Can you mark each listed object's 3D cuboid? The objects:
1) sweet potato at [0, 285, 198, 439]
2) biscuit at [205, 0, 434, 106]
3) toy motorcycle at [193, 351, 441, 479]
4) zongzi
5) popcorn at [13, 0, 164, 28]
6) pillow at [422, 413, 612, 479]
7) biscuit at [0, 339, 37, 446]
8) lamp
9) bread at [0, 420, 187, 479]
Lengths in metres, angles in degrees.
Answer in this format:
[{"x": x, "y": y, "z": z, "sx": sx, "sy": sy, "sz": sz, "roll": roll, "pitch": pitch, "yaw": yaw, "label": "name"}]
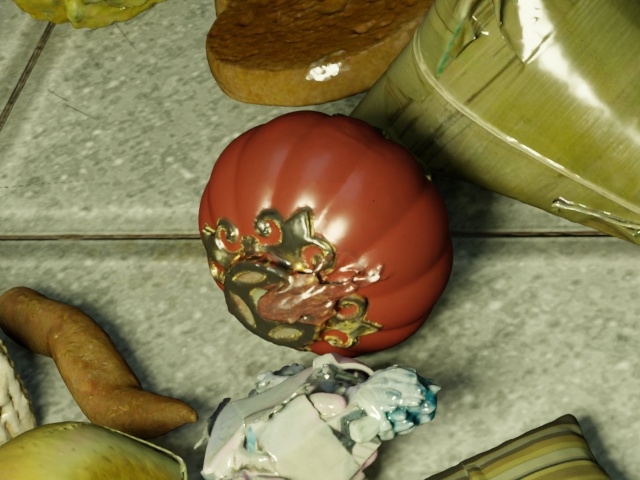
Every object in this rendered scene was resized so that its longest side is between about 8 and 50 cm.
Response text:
[{"x": -0.197, "y": 0.118, "z": 1.464, "sx": 0.067, "sy": 0.059, "sz": 0.281, "roll": -44, "pitch": 46, "yaw": -11, "label": "sweet potato"}, {"x": 0.018, "y": -0.255, "z": 1.789, "sx": 0.314, "sy": 0.063, "sz": 0.367, "roll": 3, "pitch": 40, "yaw": 33, "label": "biscuit"}, {"x": -0.002, "y": 0.156, "z": 1.289, "sx": 0.204, "sy": 0.108, "sz": 0.239, "roll": -22, "pitch": 40, "yaw": 25, "label": "toy motorcycle"}, {"x": 0.239, "y": -0.054, "z": 1.508, "sx": 0.447, "sy": 0.418, "sz": 0.181, "roll": 45, "pitch": 51, "yaw": 1, "label": "zongzi"}, {"x": -0.259, "y": -0.366, "z": 1.884, "sx": 0.266, "sy": 0.233, "sz": 0.192, "roll": -39, "pitch": 34, "yaw": 13, "label": "popcorn"}, {"x": 0.139, "y": 0.237, "z": 1.238, "sx": 0.208, "sy": 0.052, "sz": 0.212, "roll": -25, "pitch": 40, "yaw": -3, "label": "pillow"}, {"x": -0.436, "y": 0.086, "z": 1.513, "sx": 0.426, "sy": 0.144, "sz": 0.078, "roll": 18, "pitch": 51, "yaw": 31, "label": "biscuit"}, {"x": 0.000, "y": 0.000, "z": 1.408, "sx": 0.227, "sy": 0.227, "sz": 0.227, "roll": -9, "pitch": 42, "yaw": 8, "label": "lamp"}, {"x": -0.202, "y": 0.223, "z": 1.220, "sx": 0.158, "sy": 0.261, "sz": 0.156, "roll": -39, "pitch": 78, "yaw": 24, "label": "bread"}]
